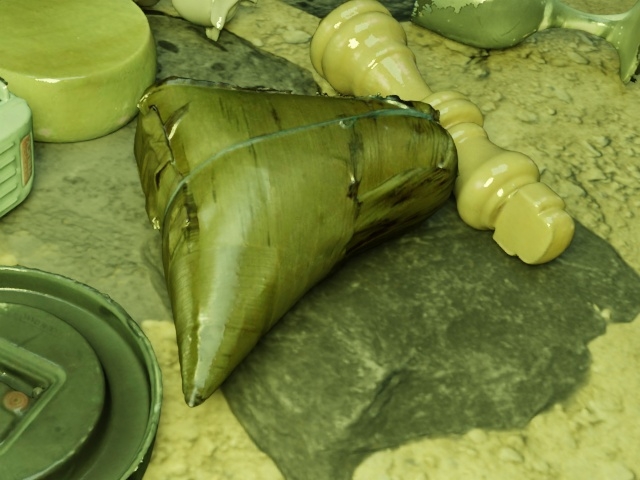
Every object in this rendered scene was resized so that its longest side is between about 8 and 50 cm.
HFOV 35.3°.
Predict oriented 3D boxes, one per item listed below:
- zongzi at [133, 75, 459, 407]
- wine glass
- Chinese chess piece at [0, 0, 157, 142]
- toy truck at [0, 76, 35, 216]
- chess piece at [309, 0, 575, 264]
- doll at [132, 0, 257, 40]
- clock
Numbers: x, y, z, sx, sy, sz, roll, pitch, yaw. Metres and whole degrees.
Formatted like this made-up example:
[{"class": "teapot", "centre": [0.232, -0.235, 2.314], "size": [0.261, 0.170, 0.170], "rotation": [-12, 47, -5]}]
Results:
[{"class": "zongzi", "centre": [0.000, 0.000, 0.929], "size": [0.323, 0.160, 0.360], "rotation": [-2, 44, -13]}, {"class": "wine glass", "centre": [0.281, -0.308, 1.339], "size": [0.321, 0.143, 0.143], "rotation": [13, 43, 4]}, {"class": "Chinese chess piece", "centre": [-0.300, -0.208, 1.134], "size": [0.238, 0.092, 0.237], "rotation": [6, 44, -6]}, {"class": "toy truck", "centre": [-0.391, -0.043, 0.909], "size": [0.162, 0.136, 0.305], "rotation": [29, 47, 15]}, {"class": "chess piece", "centre": [0.135, -0.120, 1.127], "size": [0.117, 0.117, 0.397], "rotation": [-18, 52, -28]}, {"class": "doll", "centre": [-0.265, -0.337, 1.235], "size": [0.384, 0.188, 0.099], "rotation": [13, 83, -13]}, {"class": "clock", "centre": [-0.267, 0.136, 0.805], "size": [0.281, 0.055, 0.280], "rotation": [7, 43, -6]}]
